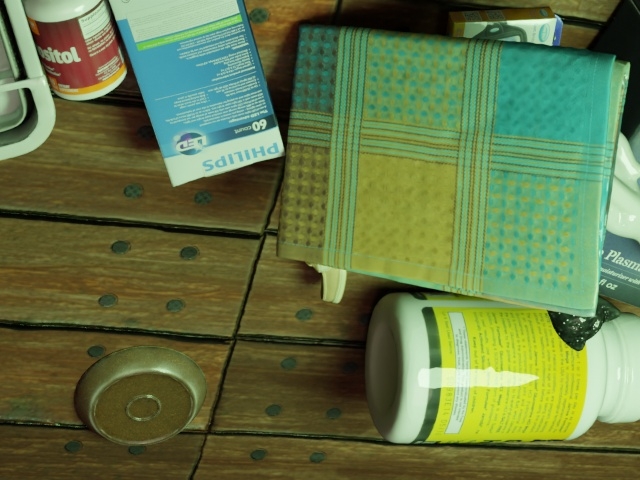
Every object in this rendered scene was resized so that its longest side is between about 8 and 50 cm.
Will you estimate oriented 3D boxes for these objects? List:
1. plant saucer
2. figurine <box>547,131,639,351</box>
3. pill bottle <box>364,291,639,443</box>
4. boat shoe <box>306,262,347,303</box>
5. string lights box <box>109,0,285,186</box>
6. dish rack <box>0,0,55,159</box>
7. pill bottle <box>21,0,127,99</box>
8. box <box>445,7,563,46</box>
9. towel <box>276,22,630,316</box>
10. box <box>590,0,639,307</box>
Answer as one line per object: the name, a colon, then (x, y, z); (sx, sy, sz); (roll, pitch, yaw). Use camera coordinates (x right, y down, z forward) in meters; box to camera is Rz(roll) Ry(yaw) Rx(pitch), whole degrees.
plant saucer: (-0.226, 0.204, 2.132); (0.169, 0.029, 0.168); (-7, 129, -8)
figurine: (0.297, 0.008, 1.839); (0.215, 0.092, 0.209); (-37, 118, 22)
pill bottle: (0.237, 0.159, 2.105); (0.334, 0.188, 0.188); (1, 128, -14)
boat shoe: (0.000, 0.000, 2.002); (0.059, 0.063, 0.170); (-4, 120, -7)
string lights box: (-0.132, -0.191, 1.797); (0.133, 0.076, 0.259); (-16, 131, -1)
dish rack: (-0.439, -0.213, 1.706); (0.286, 0.072, 0.332); (-13, 131, -2)
pill bottle: (-0.257, -0.227, 1.731); (0.086, 0.086, 0.152); (-15, 130, -2)
box: (0.207, -0.220, 1.892); (0.136, 0.028, 0.081); (-3, 129, -9)
towel: (0.133, -0.082, 1.779); (0.370, 0.040, 0.271); (9, 97, 25)
box: (0.413, -0.080, 1.959); (0.296, 0.182, 0.294); (18, 121, -26)
